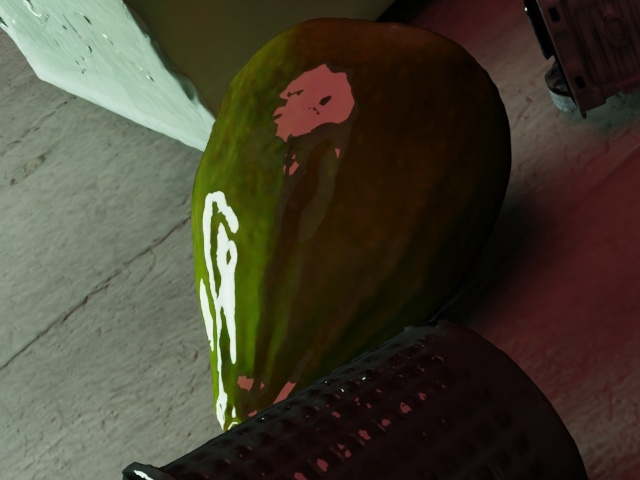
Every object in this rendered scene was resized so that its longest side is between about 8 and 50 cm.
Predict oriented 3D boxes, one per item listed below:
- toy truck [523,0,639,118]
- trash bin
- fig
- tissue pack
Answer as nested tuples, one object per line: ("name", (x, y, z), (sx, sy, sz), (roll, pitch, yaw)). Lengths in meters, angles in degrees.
("toy truck", (0.188, -0.204, 0.987), (0.155, 0.124, 0.268), (-17, 37, 16))
("trash bin", (0.025, 0.125, 0.716), (0.161, 0.175, 0.175), (-35, 33, -23))
("fig", (0.010, -0.007, 0.898), (0.167, 0.167, 0.233), (23, 101, 51))
("tissue pack", (-0.047, -0.278, 1.194), (0.405, 0.205, 0.331), (-45, 36, -15))
